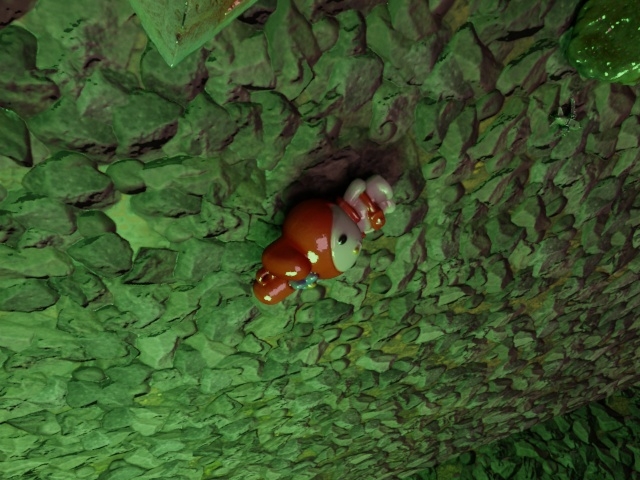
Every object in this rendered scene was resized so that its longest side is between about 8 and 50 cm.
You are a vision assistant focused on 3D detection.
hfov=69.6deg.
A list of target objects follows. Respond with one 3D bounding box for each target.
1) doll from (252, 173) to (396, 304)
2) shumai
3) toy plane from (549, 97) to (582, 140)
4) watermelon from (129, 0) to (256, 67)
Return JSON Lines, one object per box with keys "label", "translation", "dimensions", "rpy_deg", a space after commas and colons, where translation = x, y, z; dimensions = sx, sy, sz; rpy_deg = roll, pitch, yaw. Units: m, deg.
{"label": "doll", "translation": [0.000, 0.000, 0.786], "dimensions": [0.290, 0.130, 0.161], "rpy_deg": [-37, 147, -8]}
{"label": "shumai", "translation": [0.501, -0.332, 0.707], "dimensions": [0.142, 0.184, 0.184], "rpy_deg": [-20, 138, -38]}
{"label": "toy plane", "translation": [0.458, -0.218, 0.849], "dimensions": [0.083, 0.033, 0.080], "rpy_deg": [9, 110, -28]}
{"label": "watermelon", "translation": [-0.092, -0.339, 0.443], "dimensions": [0.260, 0.176, 0.256], "rpy_deg": [-42, 143, -14]}
